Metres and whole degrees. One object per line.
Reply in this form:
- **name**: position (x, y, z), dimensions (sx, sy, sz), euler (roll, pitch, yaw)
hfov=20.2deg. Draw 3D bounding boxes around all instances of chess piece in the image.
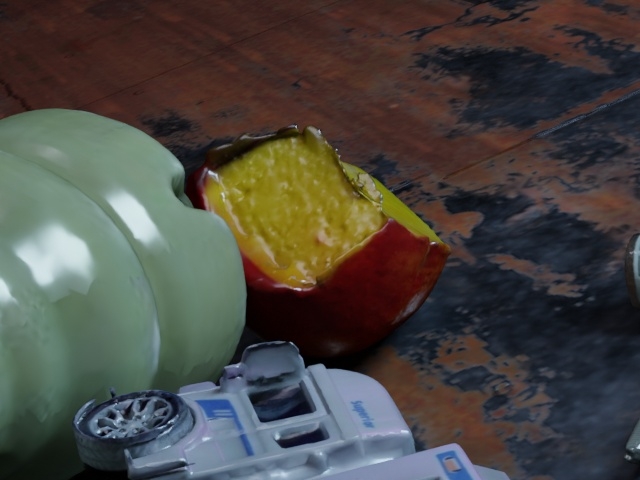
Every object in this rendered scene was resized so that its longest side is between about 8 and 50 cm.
- **chess piece**: position (-0.198, 0.060, 0.734), dimensions (0.234, 0.234, 0.442), euler (-9, 11, 23)

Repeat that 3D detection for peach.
- **peach**: position (0.002, 0.007, 0.961), dimensions (0.151, 0.118, 0.151), euler (1, -17, 0)

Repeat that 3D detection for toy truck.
- **toy truck**: position (0.006, 0.136, 0.633), dimensions (0.155, 0.124, 0.268), euler (-14, 23, -8)

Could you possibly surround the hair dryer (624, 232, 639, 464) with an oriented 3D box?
- **hair dryer**: position (0.197, 0.049, 0.812), dimensions (0.155, 0.044, 0.183), euler (-6, 29, 31)
